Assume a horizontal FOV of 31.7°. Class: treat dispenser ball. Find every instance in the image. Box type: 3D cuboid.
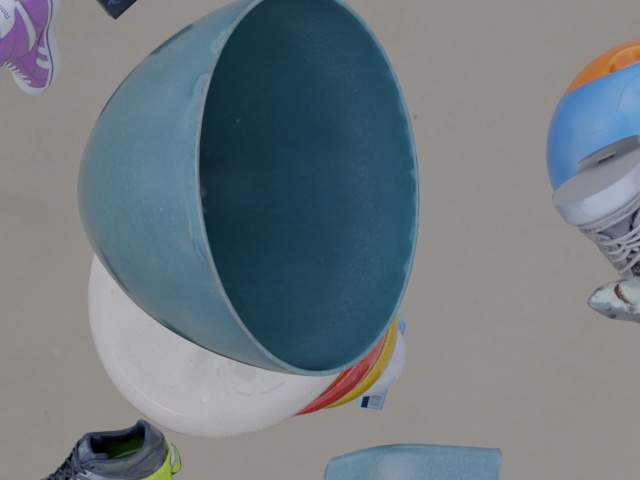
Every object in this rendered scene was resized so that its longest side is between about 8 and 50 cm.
[{"bbox_3d":[0.435,-0.115,1.443,0.288,0.288,0.288,1,76,-3],"label":"treat dispenser ball"}]

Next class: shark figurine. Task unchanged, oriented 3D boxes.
[{"bbox_3d":[0.452,0.125,1.341,0.278,0.116,0.166,37,50,11],"label":"shark figurine"}]

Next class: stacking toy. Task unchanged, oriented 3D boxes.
[{"bbox_3d":[-0.022,0.092,1.381,0.350,0.480,0.351,-8,70,22],"label":"stacking toy"}]

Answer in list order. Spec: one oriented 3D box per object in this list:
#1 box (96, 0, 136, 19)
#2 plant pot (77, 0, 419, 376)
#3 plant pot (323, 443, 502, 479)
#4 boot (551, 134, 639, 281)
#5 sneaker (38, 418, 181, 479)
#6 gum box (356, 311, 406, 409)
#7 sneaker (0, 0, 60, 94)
[{"bbox_3d":[-0.203,-0.268,1.096,0.067,0.083,0.018,-43,38,-7],"label":"box"},{"bbox_3d":[-0.076,-0.042,0.895,0.195,0.290,0.290,-2,73,34],"label":"plant pot"},{"bbox_3d":[0.124,0.421,1.699,0.252,0.248,0.247,7,79,5],"label":"plant pot"},{"bbox_3d":[0.287,-0.018,1.037,0.095,0.258,0.123,-25,94,24],"label":"boot"},{"bbox_3d":[-0.373,0.363,1.762,0.300,0.121,0.111,-25,43,-13],"label":"sneaker"},{"bbox_3d":[0.084,0.170,1.878,0.041,0.184,0.157,10,106,-14],"label":"gum box"},{"bbox_3d":[-0.507,-0.304,1.814,0.102,0.282,0.161,37,60,10],"label":"sneaker"}]
